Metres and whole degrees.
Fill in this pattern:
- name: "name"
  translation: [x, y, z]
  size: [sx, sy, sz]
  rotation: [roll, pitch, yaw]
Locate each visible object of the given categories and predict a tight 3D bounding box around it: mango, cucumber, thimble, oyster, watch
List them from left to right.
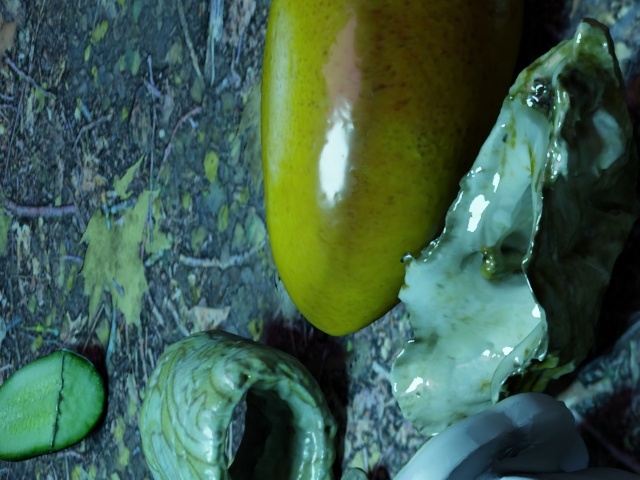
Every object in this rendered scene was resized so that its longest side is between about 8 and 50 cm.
- name: "cucumber"
  translation: [-0.322, 0.198, 1.777]
  size: [0.244, 0.063, 0.115]
  rotation: [-18, 64, 55]
- name: "thimble"
  translation: [-0.073, 0.177, 1.337]
  size: [0.143, 0.137, 0.191]
  rotation: [13, 107, 57]
- name: "mango"
  translation: [0.037, -0.096, 1.161]
  size: [0.201, 0.199, 0.350]
  rotation: [16, 99, 18]
- name: "watch"
  translation: [0.122, 0.246, 1.001]
  size: [0.217, 0.210, 0.248]
  rotation: [52, 120, 35]
- name: "oyster"
  translation: [0.144, 0.006, 1.057]
  size: [0.166, 0.110, 0.341]
  rotation: [48, 128, 53]

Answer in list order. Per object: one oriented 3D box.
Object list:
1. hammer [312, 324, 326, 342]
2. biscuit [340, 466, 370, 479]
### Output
- name: "hammer"
  translation: [0.000, 0.000, 1.350]
  size: [0.065, 0.021, 0.178]
  rotation: [-7, 81, 55]
- name: "biscuit"
  translation: [-0.017, 0.311, 1.269]
  size: [0.133, 0.032, 0.250]
  rotation: [126, 165, -71]
